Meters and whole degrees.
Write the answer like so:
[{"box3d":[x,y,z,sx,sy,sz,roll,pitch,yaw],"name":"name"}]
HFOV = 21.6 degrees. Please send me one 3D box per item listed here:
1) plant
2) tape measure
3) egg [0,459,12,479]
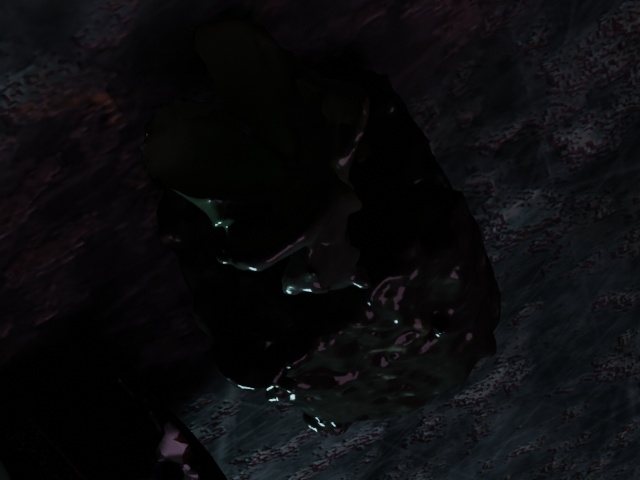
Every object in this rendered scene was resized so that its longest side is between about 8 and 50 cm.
[{"box3d":[0.000,0.000,0.745,0.131,0.142,0.203,-26,138,4],"name":"plant"},{"box3d":[-0.137,0.173,0.883,0.202,0.135,0.223,-35,156,-10],"name":"tape measure"},{"box3d":[-0.289,0.155,0.580,0.389,0.276,0.276,-14,146,-23],"name":"egg"}]
